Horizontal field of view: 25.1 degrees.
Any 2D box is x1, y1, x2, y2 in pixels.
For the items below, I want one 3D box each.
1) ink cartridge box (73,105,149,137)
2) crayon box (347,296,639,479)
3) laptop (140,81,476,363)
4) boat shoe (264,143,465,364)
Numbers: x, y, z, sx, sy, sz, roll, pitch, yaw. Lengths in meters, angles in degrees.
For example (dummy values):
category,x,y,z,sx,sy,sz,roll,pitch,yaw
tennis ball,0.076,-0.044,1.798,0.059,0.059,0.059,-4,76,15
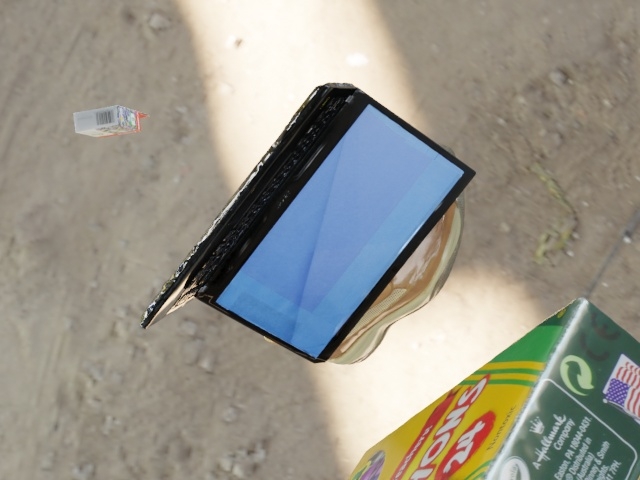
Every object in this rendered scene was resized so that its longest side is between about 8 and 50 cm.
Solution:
category,x,y,z,sx,sy,sz,roll,pitch,yaw
ink cartridge box,-0.275,-0.156,1.913,0.063,0.115,0.029,-8,86,15
crayon box,0.058,0.184,0.850,0.081,0.202,0.318,39,142,-3
laptop,0.000,0.000,1.184,0.136,0.264,0.234,38,99,3
boat shoe,0.034,0.027,1.429,0.324,0.120,0.122,122,142,-46
